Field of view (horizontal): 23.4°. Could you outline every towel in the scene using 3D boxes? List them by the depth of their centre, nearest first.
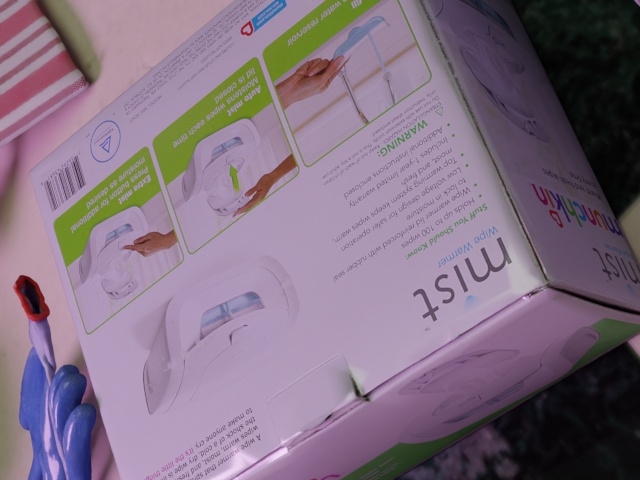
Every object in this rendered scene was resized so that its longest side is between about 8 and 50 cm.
[{"bbox_3d":[-0.253,-0.127,1.056,0.144,0.029,0.197,-34,59,0],"label":"towel"}]

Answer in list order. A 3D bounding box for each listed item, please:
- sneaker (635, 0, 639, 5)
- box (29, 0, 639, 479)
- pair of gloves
[{"bbox_3d":[0.178,-0.102,0.671,0.366,0.137,0.210,17,89,36],"label":"sneaker"},{"bbox_3d":[0.000,0.000,0.795,0.262,0.127,0.231,-36,61,26],"label":"box"},{"bbox_3d":[-0.150,0.120,0.883,0.198,0.023,0.159,-130,35,-57],"label":"pair of gloves"}]
